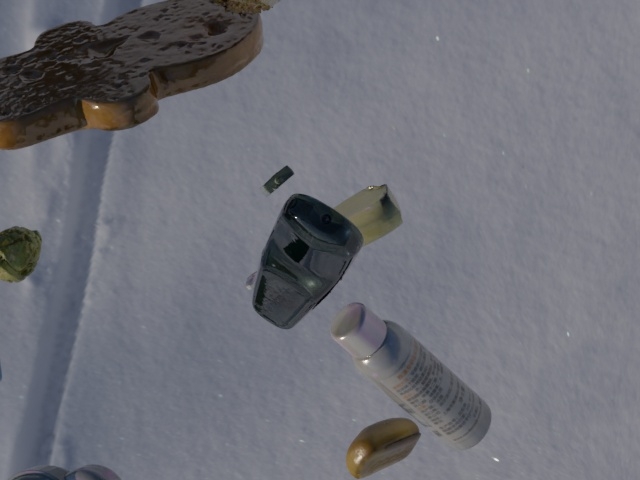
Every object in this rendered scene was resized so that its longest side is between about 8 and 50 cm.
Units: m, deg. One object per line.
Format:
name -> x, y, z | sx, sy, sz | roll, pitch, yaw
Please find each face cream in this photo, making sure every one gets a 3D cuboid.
face cream -> 0.115, 0.172, 1.117 | 0.082, 0.269, 0.082 | -33, 31, 24

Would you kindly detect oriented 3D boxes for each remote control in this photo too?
remote control -> -0.018, 0.024, 0.756 | 0.072, 0.222, 0.042 | 32, 63, 2

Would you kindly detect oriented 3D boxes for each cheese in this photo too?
cheese -> 0.000, 0.000, 1.252 | 0.255, 0.127, 0.050 | -29, 109, 14

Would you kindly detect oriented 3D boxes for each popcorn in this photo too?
popcorn -> -0.628, 0.027, 1.780 | 0.120, 0.106, 0.116 | -41, 45, 41

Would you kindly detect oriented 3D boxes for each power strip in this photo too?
power strip -> -0.063, -0.086, 1.267 | 0.051, 0.136, 0.019 | -40, 95, -3

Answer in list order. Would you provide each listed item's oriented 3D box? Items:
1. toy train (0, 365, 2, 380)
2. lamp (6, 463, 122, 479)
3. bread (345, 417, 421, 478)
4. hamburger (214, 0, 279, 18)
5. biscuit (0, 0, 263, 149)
toy train -> -0.477, 0.091, 0.813 | 0.300, 0.265, 0.188 | -3, 100, 22
lamp -> -0.398, 0.422, 1.302 | 0.246, 0.108, 0.180 | -25, 87, 15
bread -> 0.084, 0.286, 1.234 | 0.115, 0.082, 0.056 | -15, 51, -34
hamburger -> -0.092, -0.365, 0.863 | 0.179, 0.294, 0.276 | -22, 102, 3
biscuit -> -0.234, -0.203, 1.023 | 0.354, 0.052, 0.275 | -26, 40, -22
